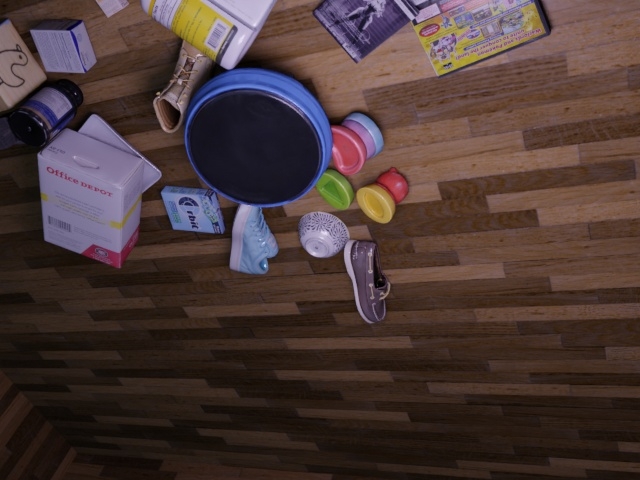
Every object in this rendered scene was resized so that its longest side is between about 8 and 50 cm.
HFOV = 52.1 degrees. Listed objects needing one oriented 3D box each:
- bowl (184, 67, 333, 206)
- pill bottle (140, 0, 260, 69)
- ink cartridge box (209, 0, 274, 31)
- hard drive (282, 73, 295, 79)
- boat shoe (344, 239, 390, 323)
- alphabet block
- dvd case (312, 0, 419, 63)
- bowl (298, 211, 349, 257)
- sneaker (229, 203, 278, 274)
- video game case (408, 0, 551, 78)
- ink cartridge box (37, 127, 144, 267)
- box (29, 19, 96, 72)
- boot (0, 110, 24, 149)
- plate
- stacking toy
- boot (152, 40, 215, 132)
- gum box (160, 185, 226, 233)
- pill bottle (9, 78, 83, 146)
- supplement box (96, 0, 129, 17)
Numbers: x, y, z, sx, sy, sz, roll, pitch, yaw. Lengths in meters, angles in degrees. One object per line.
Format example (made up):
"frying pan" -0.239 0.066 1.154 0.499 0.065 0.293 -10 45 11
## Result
"bowl" -0.164 -0.250 1.694 0.390 0.077 0.391 4 131 5
"pill bottle" -0.304 -0.578 1.565 0.333 0.188 0.188 34 134 -10
"ink cartridge box" -0.168 -0.703 1.408 0.308 0.091 0.385 33 98 -9
"hard drive" -0.172 -0.340 1.754 0.254 0.054 0.172 -11 95 14
"boat shoe" 0.164 0.137 2.081 0.096 0.117 0.325 -1 124 27
"alphabet block" -0.964 -0.496 1.904 0.193 0.192 0.197 -5 129 28
"dvd case" 0.102 -0.534 1.535 0.164 0.018 0.221 45 141 -16
"bowl" 0.000 0.000 2.044 0.170 0.080 0.170 11 134 12
"sneaker" -0.198 -0.022 2.082 0.150 0.135 0.366 14 143 -1
"video game case" 0.339 -0.521 1.467 0.274 0.035 0.248 -16 123 31
"ink cartridge box" -0.730 -0.129 2.100 0.279 0.160 0.385 22 135 1
"box" -0.721 -0.546 1.842 0.137 0.072 0.126 7 132 17
"boot" -0.973 -0.335 1.956 0.222 0.338 0.118 -2 102 15
"plate" -0.675 -0.252 2.110 0.278 0.045 0.277 44 131 -19
"stacking toy" 0.096 -0.216 1.828 0.279 0.130 0.309 12 137 49
"boot" -0.355 -0.429 1.708 0.095 0.204 0.262 22 135 2
"gum box" -0.415 -0.099 2.146 0.184 0.041 0.157 6 132 16
"pill bottle" -0.794 -0.380 1.918 0.122 0.219 0.123 11 133 12
"supplement box" -0.559 -0.644 1.712 0.062 0.036 0.098 -14 124 31
